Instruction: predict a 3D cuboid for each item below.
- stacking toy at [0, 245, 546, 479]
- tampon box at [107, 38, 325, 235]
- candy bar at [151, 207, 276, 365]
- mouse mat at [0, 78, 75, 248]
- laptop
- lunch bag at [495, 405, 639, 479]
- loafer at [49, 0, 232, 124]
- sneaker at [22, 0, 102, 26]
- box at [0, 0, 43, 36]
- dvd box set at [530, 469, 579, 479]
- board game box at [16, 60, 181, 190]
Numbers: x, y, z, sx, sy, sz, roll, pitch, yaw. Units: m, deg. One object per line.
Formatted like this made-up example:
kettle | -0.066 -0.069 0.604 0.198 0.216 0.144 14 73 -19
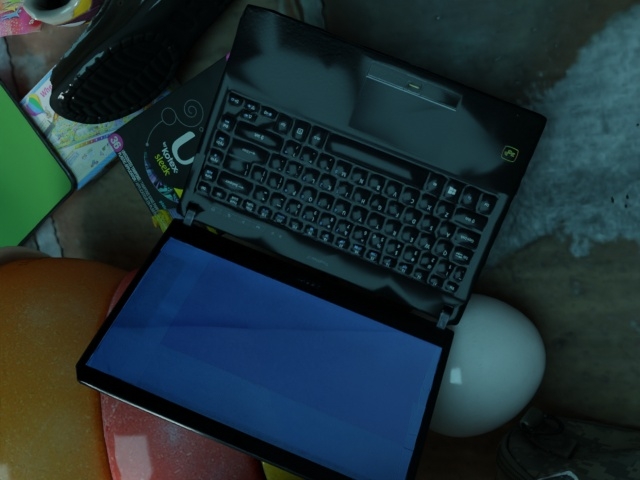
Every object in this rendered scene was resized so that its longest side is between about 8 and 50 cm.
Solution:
stacking toy | -0.053 0.137 0.660 0.479 0.350 0.351 -12 103 10
tampon box | -0.070 -0.082 0.668 0.161 0.101 0.120 -28 96 28
candy bar | -0.080 0.029 0.594 0.161 0.040 0.018 54 146 30
mouse mat | -0.341 -0.072 0.825 0.189 0.007 0.153 -34 93 39
laptop | 0.000 0.000 0.533 0.234 0.136 0.264 22 102 3
lunch bag | 0.244 0.307 0.624 0.256 0.212 0.305 18 113 36
loafer | -0.150 -0.189 0.672 0.220 0.080 0.078 -42 61 7
sneaker | -0.183 -0.255 0.666 0.069 0.084 0.185 42 118 5
box | -0.369 -0.325 0.687 0.300 0.142 0.154 39 118 6
dvd box set | -0.029 0.290 0.599 0.420 0.307 0.062 122 135 -53
board game box | -0.210 -0.132 0.753 0.154 0.026 0.103 -34 93 28
